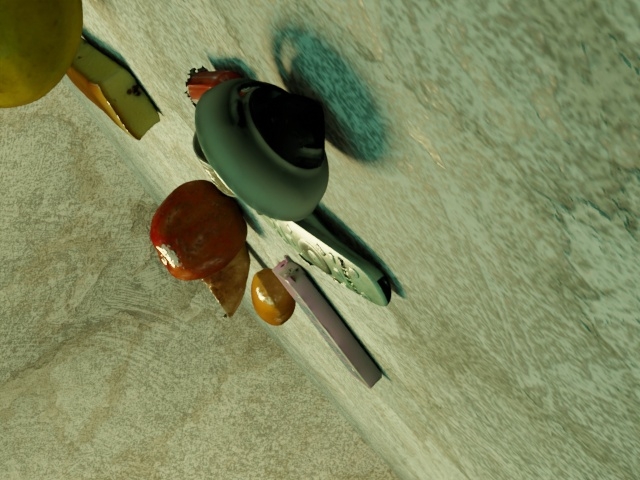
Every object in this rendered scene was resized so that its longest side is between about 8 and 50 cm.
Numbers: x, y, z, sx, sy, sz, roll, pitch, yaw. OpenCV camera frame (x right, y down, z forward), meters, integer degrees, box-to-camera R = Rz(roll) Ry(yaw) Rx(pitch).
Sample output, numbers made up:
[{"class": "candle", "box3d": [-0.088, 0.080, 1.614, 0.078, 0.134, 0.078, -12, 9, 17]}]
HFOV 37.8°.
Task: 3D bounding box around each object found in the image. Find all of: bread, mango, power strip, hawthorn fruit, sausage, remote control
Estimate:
[{"class": "bread", "box3d": [-0.228, 0.032, 2.063, 0.260, 0.134, 0.129, 56, -179, -1]}, {"class": "bread", "box3d": [-0.428, -0.311, 1.827, 0.361, 0.077, 0.138, 38, 166, 52]}, {"class": "mango", "box3d": [-0.504, -0.395, 1.322, 0.220, 0.301, 0.445, -78, -14, -47]}, {"class": "power strip", "box3d": [0.013, 0.145, 1.636, 0.279, 0.037, 0.109, 54, 171, -19]}, {"class": "hawthorn fruit", "box3d": [-0.225, -0.015, 1.726, 0.189, 0.189, 0.189, 49, 171, 11]}, {"class": "sausage", "box3d": [-0.094, 0.117, 1.880, 0.098, 0.098, 0.238, 49, 169, 10]}, {"class": "sausage", "box3d": [-0.108, -0.162, 0.991, 0.145, 0.048, 0.050, -154, 65, -69]}, {"class": "remote control", "box3d": [-0.001, 0.002, 1.121, 0.256, 0.045, 0.097, 39, 165, 39]}]

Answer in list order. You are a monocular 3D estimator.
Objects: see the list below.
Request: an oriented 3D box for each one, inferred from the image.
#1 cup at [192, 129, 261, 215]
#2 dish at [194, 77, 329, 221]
[{"class": "cup", "box3d": [-0.093, -0.092, 1.110, 0.102, 0.074, 0.099, 33, 168, 18]}, {"class": "dish", "box3d": [-0.029, -0.095, 0.799, 0.141, 0.078, 0.141, 32, -142, -29]}]
